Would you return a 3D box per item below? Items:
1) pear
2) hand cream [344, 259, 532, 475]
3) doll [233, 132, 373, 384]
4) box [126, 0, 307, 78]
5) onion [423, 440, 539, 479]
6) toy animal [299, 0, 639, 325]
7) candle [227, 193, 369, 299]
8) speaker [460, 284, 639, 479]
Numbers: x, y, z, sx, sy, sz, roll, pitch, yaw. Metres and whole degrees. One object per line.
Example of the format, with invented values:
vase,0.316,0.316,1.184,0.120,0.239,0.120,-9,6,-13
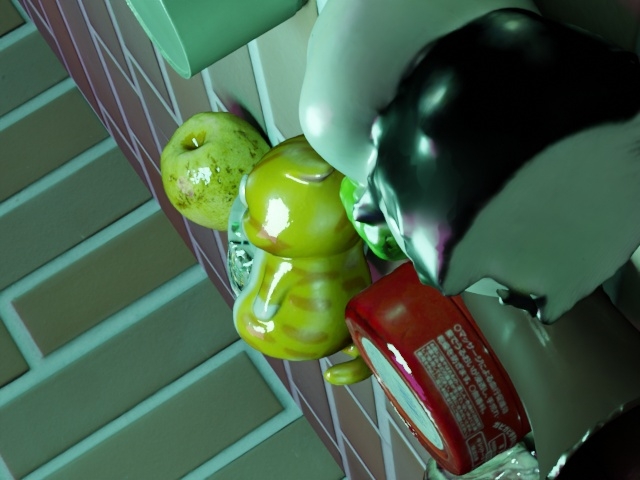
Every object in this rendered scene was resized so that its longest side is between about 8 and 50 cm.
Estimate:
pear,-0.145,-0.097,2.342,0.178,0.178,0.178,55,170,15
hand cream,0.139,0.119,1.667,0.230,0.149,0.230,52,169,15
doll,-0.017,0.008,1.774,0.166,0.162,0.269,-75,-16,-58
box,-0.134,-0.303,1.686,0.226,0.149,0.226,55,170,15
onion,0.235,0.348,1.920,0.280,0.146,0.314,55,167,-10
toy animal,0.094,-0.077,1.096,0.267,0.212,0.212,44,163,43
candle,-0.025,0.003,2.019,0.187,0.187,0.330,56,168,13
speaker,0.225,0.116,1.300,0.259,0.198,0.329,43,-168,-33
